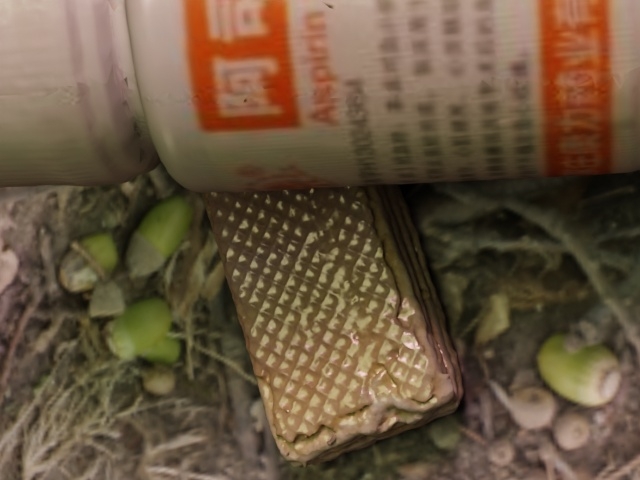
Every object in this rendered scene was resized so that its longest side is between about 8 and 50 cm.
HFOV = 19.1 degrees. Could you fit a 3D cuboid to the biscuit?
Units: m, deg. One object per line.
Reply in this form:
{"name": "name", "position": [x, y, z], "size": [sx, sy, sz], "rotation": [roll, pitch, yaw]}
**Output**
{"name": "biscuit", "position": [0.000, 0.000, 1.060], "size": [0.108, 0.062, 0.239], "rotation": [-24, 72, 20]}

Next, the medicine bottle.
{"name": "medicine bottle", "position": [-0.006, -0.129, 0.944], "size": [0.371, 0.211, 0.211], "rotation": [-2, 79, 7]}
